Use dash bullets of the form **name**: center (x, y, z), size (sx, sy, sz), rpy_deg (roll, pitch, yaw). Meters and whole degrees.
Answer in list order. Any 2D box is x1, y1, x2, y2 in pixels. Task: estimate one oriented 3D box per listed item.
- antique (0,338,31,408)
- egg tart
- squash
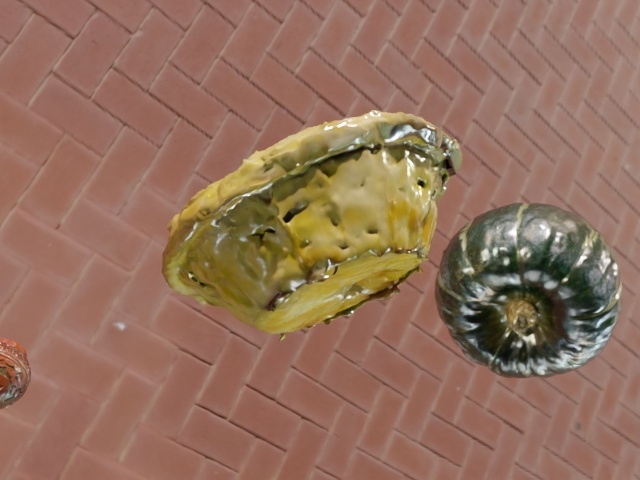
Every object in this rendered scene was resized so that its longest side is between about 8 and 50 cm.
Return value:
- **antique**: center (-0.455, 0.188, 0.941), size (0.104, 0.104, 0.104), rpy_deg (3, 85, -30)
- **egg tart**: center (0.000, 0.002, 0.447), size (0.213, 0.212, 0.090), rpy_deg (-13, 71, -30)
- **squash**: center (0.284, 0.072, 0.943), size (0.165, 0.252, 0.252), rpy_deg (-38, 108, -59)
